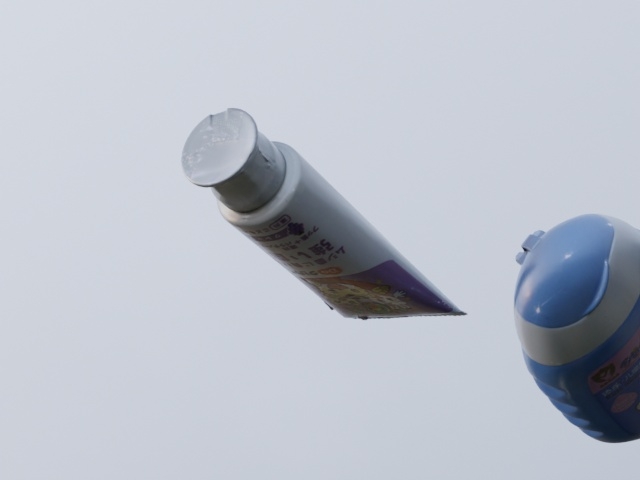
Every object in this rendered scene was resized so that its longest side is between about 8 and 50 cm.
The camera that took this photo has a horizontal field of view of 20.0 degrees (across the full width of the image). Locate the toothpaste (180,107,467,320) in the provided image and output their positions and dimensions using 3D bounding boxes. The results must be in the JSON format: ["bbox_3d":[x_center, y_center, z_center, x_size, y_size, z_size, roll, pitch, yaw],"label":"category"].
[{"bbox_3d":[0.000,0.000,1.416,0.114,0.073,0.299,-6,-31,32],"label":"toothpaste"}]

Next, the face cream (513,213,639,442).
[{"bbox_3d":[0.218,0.062,1.386,0.149,0.083,0.264,-55,-35,-7],"label":"face cream"}]
